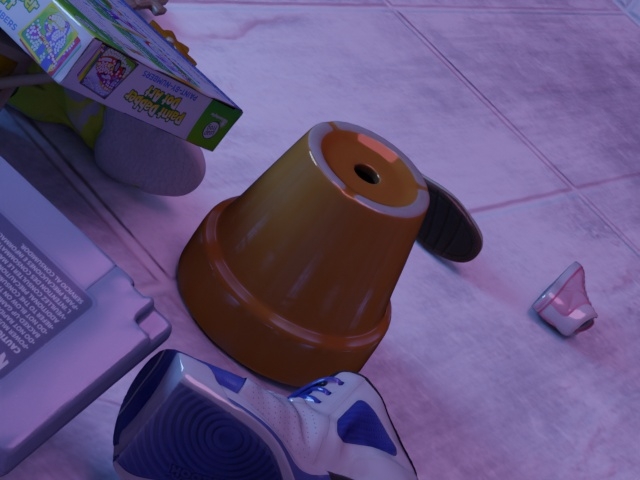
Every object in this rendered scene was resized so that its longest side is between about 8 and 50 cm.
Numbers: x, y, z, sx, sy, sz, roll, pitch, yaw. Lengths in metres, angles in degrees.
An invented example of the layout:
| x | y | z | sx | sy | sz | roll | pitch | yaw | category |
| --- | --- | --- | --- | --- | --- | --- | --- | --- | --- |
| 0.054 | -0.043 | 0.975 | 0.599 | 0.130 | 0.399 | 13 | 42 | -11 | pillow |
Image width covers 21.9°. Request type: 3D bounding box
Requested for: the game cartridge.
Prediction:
| x | y | z | sx | sy | sz | roll | pitch | yaw | category |
| --- | --- | --- | --- | --- | --- | --- | --- | --- | --- |
| -0.280 | 0.025 | 1.203 | 0.297 | 0.062 | 0.198 | 42 | 61 | 12 | game cartridge |

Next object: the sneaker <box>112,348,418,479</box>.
| x | y | z | sx | sy | sz | roll | pitch | yaw | category |
| --- | --- | --- | --- | --- | --- | --- | --- | --- | --- |
| -0.030 | 0.173 | 1.332 | 0.315 | 0.127 | 0.182 | 34 | 21 | -26 | sneaker |

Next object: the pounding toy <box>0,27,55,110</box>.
| x | y | z | sx | sy | sz | roll | pitch | yaw | category |
| --- | --- | --- | --- | --- | --- | --- | --- | --- | --- |
| -0.311 | -0.155 | 1.471 | 0.141 | 0.130 | 0.100 | 26 | 28 | -25 | pounding toy |

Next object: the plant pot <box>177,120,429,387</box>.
| x | y | z | sx | sy | sz | roll | pitch | yaw | category |
| --- | --- | --- | --- | --- | --- | --- | --- | --- | --- |
| 0.000 | 0.000 | 1.529 | 0.205 | 0.188 | 0.205 | 24 | 34 | -17 | plant pot |

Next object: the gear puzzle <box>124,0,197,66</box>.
| x | y | z | sx | sy | sz | roll | pitch | yaw | category |
| --- | --- | --- | --- | --- | --- | --- | --- | --- | --- |
| -0.264 | -0.301 | 1.888 | 0.339 | 0.044 | 0.175 | 45 | 24 | 7 | gear puzzle |

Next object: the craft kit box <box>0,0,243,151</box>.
| x | y | z | sx | sy | sz | roll | pitch | yaw | category |
| --- | --- | --- | --- | --- | --- | --- | --- | --- | --- |
| -0.219 | -0.196 | 1.485 | 0.250 | 0.061 | 0.247 | 43 | 8 | 28 | craft kit box |

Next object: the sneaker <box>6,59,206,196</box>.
| x | y | z | sx | sy | sz | roll | pitch | yaw | category |
| --- | --- | --- | --- | --- | --- | --- | --- | --- | --- |
| -0.208 | -0.140 | 1.629 | 0.240 | 0.091 | 0.126 | 34 | 25 | -7 | sneaker |

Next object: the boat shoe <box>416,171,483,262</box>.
| x | y | z | sx | sy | sz | roll | pitch | yaw | category |
| --- | --- | --- | --- | --- | --- | --- | --- | --- | --- |
| 0.119 | -0.048 | 1.944 | 0.190 | 0.068 | 0.072 | 44 | 14 | 11 | boat shoe |

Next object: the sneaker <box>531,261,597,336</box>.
| x | y | z | sx | sy | sz | roll | pitch | yaw | category |
| --- | --- | --- | --- | --- | --- | --- | --- | --- | --- |
| 0.304 | 0.076 | 1.997 | 0.070 | 0.051 | 0.134 | 43 | 29 | 5 | sneaker |
